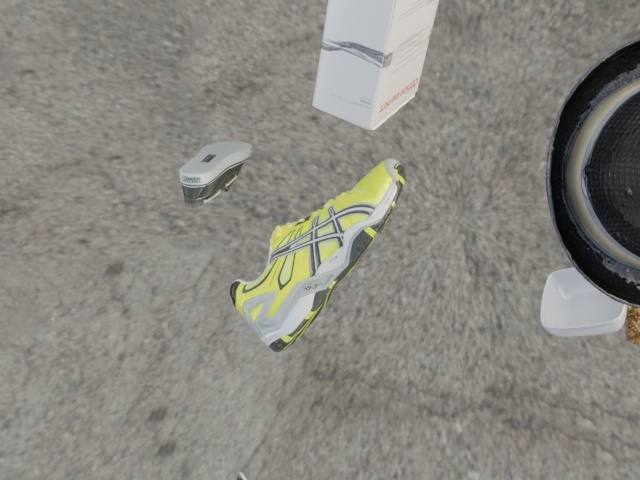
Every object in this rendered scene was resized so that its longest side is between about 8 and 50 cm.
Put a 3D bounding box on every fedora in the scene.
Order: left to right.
[{"bbox_3d":[0.401,-0.066,0.814,0.334,0.152,0.334,-1,97,-9],"label":"fedora"}]

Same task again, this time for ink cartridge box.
[{"bbox_3d":[0.098,-0.349,1.320,0.117,0.207,0.283,24,127,18],"label":"ink cartridge box"}]

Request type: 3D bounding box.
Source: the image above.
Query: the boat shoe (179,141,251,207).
[{"bbox_3d":[-0.189,-0.123,1.487,0.078,0.219,0.070,11,117,19],"label":"boat shoe"}]

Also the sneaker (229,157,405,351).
[{"bbox_3d":[0.000,0.000,1.391,0.147,0.145,0.384,38,80,8],"label":"sneaker"}]

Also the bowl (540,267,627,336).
[{"bbox_3d":[0.451,0.109,1.396,0.142,0.142,0.053,-10,127,31],"label":"bowl"}]

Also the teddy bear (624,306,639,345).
[{"bbox_3d":[0.641,0.099,1.624,0.113,0.338,0.245,-6,90,15],"label":"teddy bear"}]

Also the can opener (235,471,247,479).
[{"bbox_3d":[-0.026,0.339,0.768,0.095,0.076,0.283,-25,50,-21],"label":"can opener"}]
